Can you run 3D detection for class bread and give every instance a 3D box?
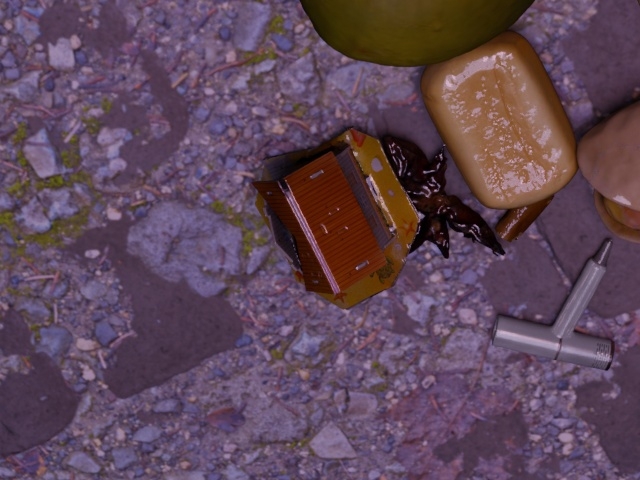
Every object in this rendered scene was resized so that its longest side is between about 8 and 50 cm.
[{"bbox_3d":[0.213,-0.146,1.885,0.147,0.098,0.217,-19,114,16],"label":"bread"},{"bbox_3d":[0.249,-0.036,1.966,0.036,0.047,0.083,45,114,18],"label":"bread"}]

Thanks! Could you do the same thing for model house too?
[{"bbox_3d":[0.000,0.000,1.923,0.207,0.136,0.219,-19,102,31],"label":"model house"}]

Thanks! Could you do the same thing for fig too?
[{"bbox_3d":[0.095,-0.334,1.673,0.343,0.343,0.343,2,116,5],"label":"fig"}]

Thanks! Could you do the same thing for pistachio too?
[{"bbox_3d":[0.455,-0.089,1.840,0.299,0.187,0.188,-15,113,14],"label":"pistachio"}]

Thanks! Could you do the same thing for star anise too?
[{"bbox_3d":[0.115,-0.037,1.974,0.157,0.053,0.212,-27,112,17],"label":"star anise"}]

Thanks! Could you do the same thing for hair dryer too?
[{"bbox_3d":[0.310,0.067,2.015,0.154,0.044,0.183,11,111,0],"label":"hair dryer"}]

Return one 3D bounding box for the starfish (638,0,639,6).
[{"bbox_3d":[0.326,-0.448,1.684,0.078,0.358,0.347,8,158,43],"label":"starfish"}]
